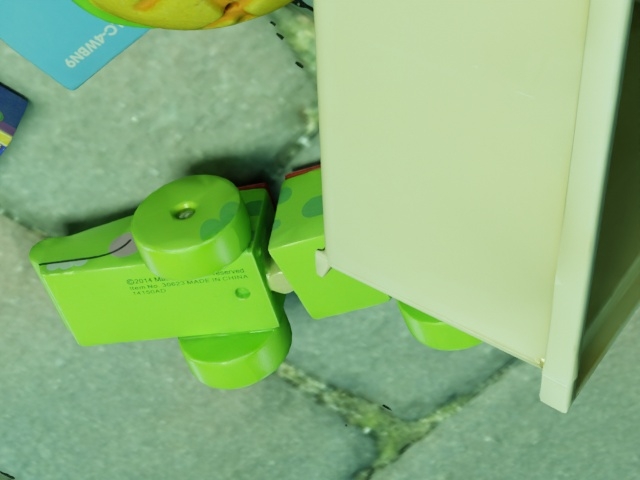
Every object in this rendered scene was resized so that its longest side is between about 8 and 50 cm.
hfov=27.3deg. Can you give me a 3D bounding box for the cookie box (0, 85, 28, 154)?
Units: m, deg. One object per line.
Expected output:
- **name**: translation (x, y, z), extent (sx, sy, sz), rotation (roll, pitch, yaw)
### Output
- **cookie box**: translation (-0.230, -0.055, 0.729), extent (0.092, 0.040, 0.107), rotation (30, 124, -21)

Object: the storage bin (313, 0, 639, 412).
- **storage bin**: translation (0.111, -0.127, 0.502), extent (0.123, 0.260, 0.262), rotation (24, 140, 26)

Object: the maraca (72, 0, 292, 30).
- **maraca**: translation (-0.020, -0.144, 0.484), extent (0.186, 0.099, 0.127), rotation (-28, 146, -15)

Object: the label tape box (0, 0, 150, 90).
- **label tape box**: translation (-0.140, -0.256, 0.513), extent (0.249, 0.115, 0.348), rotation (-33, 126, 26)

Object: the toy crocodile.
- **toy crocodile**: translation (0.000, 0.000, 0.741), extent (0.341, 0.105, 0.115), rotation (-11, 130, 16)
